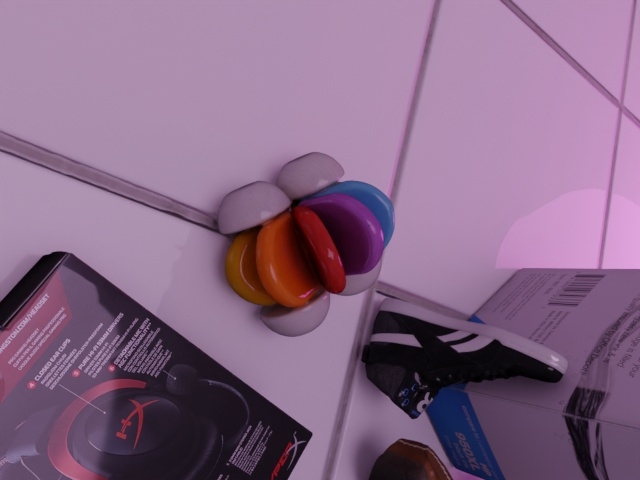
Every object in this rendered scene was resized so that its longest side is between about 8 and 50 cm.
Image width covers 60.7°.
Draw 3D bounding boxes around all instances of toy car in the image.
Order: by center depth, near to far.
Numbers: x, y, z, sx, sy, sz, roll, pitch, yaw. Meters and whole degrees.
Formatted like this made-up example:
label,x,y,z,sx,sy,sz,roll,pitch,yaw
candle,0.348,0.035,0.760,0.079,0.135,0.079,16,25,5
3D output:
label,x,y,z,sx,sy,sz,roll,pitch,yaw
toy car,0.000,0.000,0.543,0.182,0.136,0.159,-32,105,-32

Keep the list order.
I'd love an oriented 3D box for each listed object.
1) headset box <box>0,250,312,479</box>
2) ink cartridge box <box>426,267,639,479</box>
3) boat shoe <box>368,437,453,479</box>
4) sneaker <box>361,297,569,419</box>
label,x,y,z,sx,sy,sz,roll,pitch,yaw
headset box,-0.181,0.162,0.422,0.293,0.110,0.218,44,64,-25
ink cartridge box,0.358,0.167,0.629,0.286,0.395,0.166,-34,107,-31
boat shoe,0.157,0.357,0.657,0.120,0.123,0.323,-39,117,-36
sneaker,0.147,0.150,0.605,0.079,0.217,0.121,37,71,-52
